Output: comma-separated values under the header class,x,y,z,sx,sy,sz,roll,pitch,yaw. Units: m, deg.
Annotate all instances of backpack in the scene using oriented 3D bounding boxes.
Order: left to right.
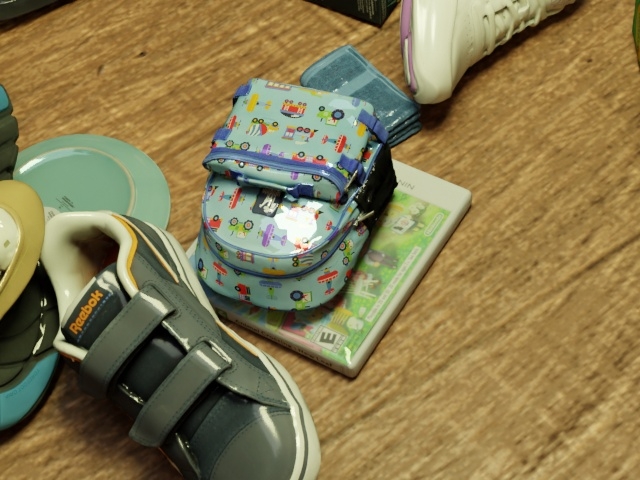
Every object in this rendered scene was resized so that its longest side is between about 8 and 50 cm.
class,x,y,z,sx,sy,sz,roll,pitch,yaw
backpack,-0.032,-0.033,1.383,0.158,0.117,0.173,16,59,18

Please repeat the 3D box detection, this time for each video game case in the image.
class,x,y,z,sx,sy,sz,roll,pitch,yaw
video game case,0.000,0.000,1.441,0.193,0.023,0.212,24,60,22

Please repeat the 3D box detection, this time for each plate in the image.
class,x,y,z,sx,sy,sz,roll,pitch,yaw
plate,-0.231,-0.030,1.488,0.188,0.024,0.188,-2,54,3

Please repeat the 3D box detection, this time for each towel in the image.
class,x,y,z,sx,sy,sz,roll,pitch,yaw
towel,0.037,-0.134,1.532,0.067,0.029,0.119,-34,58,-17

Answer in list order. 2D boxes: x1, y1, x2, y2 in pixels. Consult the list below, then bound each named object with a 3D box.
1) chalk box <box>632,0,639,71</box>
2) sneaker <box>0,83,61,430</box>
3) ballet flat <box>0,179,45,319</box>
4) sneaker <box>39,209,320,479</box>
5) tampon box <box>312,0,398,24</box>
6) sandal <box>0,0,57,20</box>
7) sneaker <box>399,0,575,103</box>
class,x,y,z,sx,sy,sz,roll,pitch,yaw
chalk box,0.378,-0.195,1.447,0.180,0.179,0.289,-4,54,3
sneaker,-0.315,0.014,1.423,0.125,0.139,0.341,11,58,-42
ballet flat,-0.280,0.037,1.280,0.080,0.073,0.232,17,62,6
sneaker,-0.129,0.096,1.303,0.126,0.127,0.321,-52,52,14
tampon box,0.053,-0.318,1.607,0.101,0.120,0.161,23,59,22
sandal,-0.242,-0.298,1.655,0.254,0.054,0.097,-32,58,-25
sneaker,0.168,-0.244,1.540,0.152,0.114,0.305,15,54,15
